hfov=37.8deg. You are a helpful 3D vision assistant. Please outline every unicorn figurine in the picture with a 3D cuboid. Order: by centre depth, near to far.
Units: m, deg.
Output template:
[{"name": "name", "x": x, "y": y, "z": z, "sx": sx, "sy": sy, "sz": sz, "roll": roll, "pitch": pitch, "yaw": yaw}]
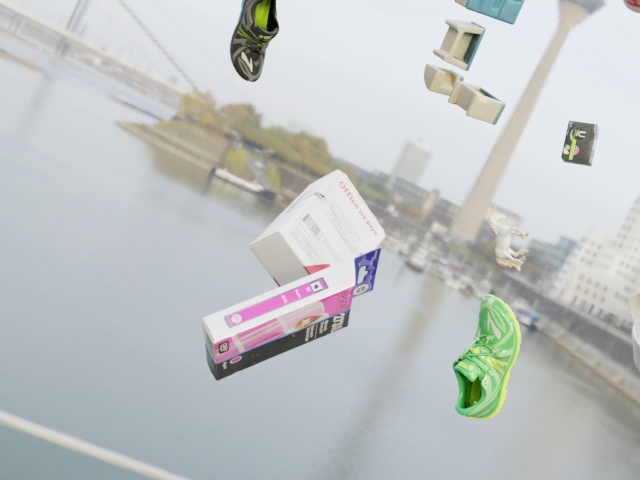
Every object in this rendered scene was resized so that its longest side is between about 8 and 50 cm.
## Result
[{"name": "unicorn figurine", "x": 0.474, "y": -0.008, "z": 2.385, "sx": 0.111, "sy": 0.162, "sz": 0.060, "roll": 10, "pitch": 6, "yaw": 31}]

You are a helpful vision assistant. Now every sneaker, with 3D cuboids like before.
[{"name": "sneaker", "x": -0.118, "y": -0.374, "z": 1.699, "sx": 0.067, "sy": 0.188, "sz": 0.078, "roll": -3, "pitch": 34, "yaw": -28}, {"name": "sneaker", "x": 0.372, "y": 0.271, "z": 2.125, "sx": 0.123, "sy": 0.296, "sz": 0.109, "roll": -1, "pitch": 12, "yaw": -37}]

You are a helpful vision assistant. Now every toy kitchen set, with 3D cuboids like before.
[{"name": "toy kitchen set", "x": 0.298, "y": -0.325, "z": 1.622, "sx": 0.122, "sy": 0.207, "sz": 0.166, "roll": 7, "pitch": 26, "yaw": -34}]

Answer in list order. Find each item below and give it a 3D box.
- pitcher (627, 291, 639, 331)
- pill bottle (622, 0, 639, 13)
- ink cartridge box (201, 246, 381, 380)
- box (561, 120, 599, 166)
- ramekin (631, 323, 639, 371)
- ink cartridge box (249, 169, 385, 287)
[{"name": "pitcher", "x": 0.758, "y": 0.115, "z": 1.895, "sx": 0.207, "sy": 0.126, "sz": 0.178, "roll": -16, "pitch": -3, "yaw": -15}, {"name": "pill bottle", "x": 0.720, "y": -0.673, "z": 2.057, "sx": 0.176, "sy": 0.176, "sz": 0.318, "roll": 30, "pitch": -19, "yaw": 47}, {"name": "ink cartridge box", "x": -0.043, "y": 0.139, "z": 1.778, "sx": 0.069, "sy": 0.370, "sz": 0.176, "roll": 58, "pitch": -18, "yaw": 26}, {"name": "box", "x": 0.549, "y": -0.205, "z": 1.980, "sx": 0.062, "sy": 0.083, "sz": 0.052, "roll": 11, "pitch": -2, "yaw": 23}, {"name": "ramekin", "x": 0.864, "y": 0.269, "z": 2.284, "sx": 0.207, "sy": 0.109, "sz": 0.207, "roll": -5, "pitch": 33, "yaw": 3}, {"name": "ink cartridge box", "x": 0.000, "y": 0.000, "z": 2.080, "sx": 0.114, "sy": 0.273, "sz": 0.197, "roll": -23, "pitch": -72, "yaw": 44}]
